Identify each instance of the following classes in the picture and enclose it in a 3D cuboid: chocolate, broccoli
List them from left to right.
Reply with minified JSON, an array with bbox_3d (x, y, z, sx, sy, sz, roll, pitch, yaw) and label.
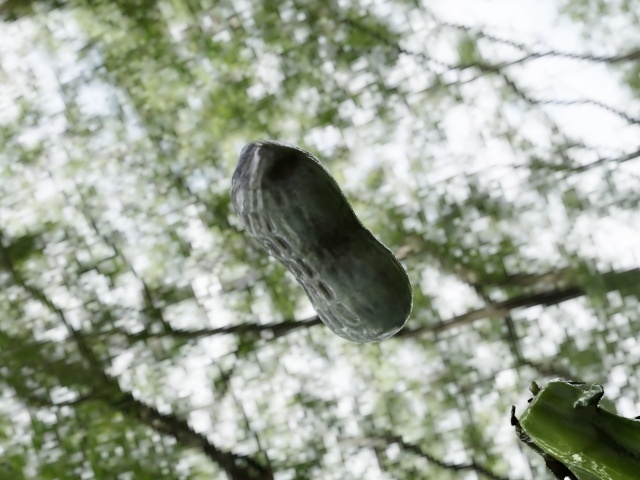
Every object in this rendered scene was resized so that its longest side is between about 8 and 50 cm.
[{"bbox_3d":[0.000,0.000,1.067,0.167,0.072,0.072,49,-146,-8],"label":"chocolate"},{"bbox_3d":[0.309,0.173,1.227,0.273,0.180,0.242,37,-128,-18],"label":"broccoli"}]
